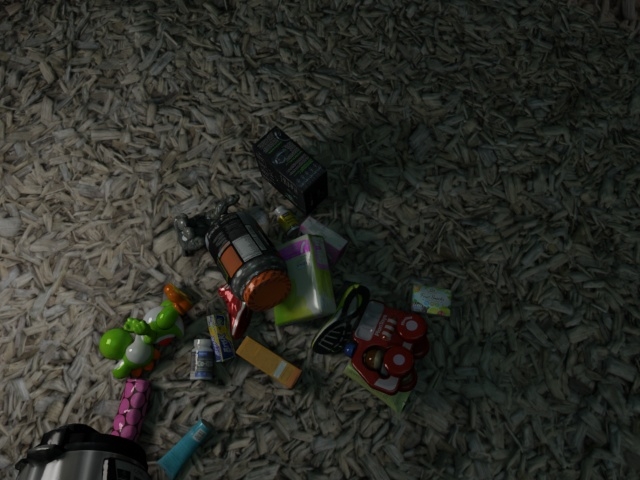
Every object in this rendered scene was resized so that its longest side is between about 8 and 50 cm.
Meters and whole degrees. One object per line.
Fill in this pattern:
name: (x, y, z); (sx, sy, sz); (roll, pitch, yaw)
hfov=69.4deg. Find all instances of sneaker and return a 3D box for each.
sneaker: (0.064, 0.275, 1.660); (0.111, 0.121, 0.300); (34, 93, -22)
sneaker: (-0.321, 0.245, 1.701); (0.128, 0.087, 0.221); (8, 70, 21)

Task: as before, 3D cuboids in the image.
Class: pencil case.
pencil case: (-0.654, 0.580, 1.586); (0.098, 0.095, 0.209); (1, 68, 30)

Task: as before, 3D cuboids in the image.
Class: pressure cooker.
pressure cooker: (-0.699, 0.755, 1.333); (0.376, 0.370, 0.420); (18, 34, -25)

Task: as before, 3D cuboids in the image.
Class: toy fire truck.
toy fire truck: (0.225, 0.365, 1.590); (0.254, 0.169, 0.302); (15, 59, 27)

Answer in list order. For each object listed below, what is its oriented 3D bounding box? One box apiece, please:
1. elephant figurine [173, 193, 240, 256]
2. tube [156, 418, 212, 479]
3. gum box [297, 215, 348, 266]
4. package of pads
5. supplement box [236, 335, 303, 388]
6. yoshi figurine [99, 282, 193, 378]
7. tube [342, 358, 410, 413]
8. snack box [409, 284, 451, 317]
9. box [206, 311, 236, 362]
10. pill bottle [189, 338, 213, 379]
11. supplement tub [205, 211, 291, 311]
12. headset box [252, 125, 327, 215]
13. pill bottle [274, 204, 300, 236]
elephant figurine: (-0.418, -0.058, 1.757); (0.239, 0.186, 0.169); (-30, 109, -34)
tube: (-0.457, 0.702, 1.563); (0.080, 0.052, 0.207); (40, 83, 18)
gum box: (0.000, 0.000, 1.735); (0.188, 0.107, 0.062); (34, 54, 11)
package of pads: (-0.069, 0.141, 1.649); (0.229, 0.101, 0.296); (-22, 69, 35)
supplement box: (-0.179, 0.428, 1.626); (0.233, 0.078, 0.080); (28, 75, 9)
yoshi figurine: (-0.633, 0.306, 1.629); (0.203, 0.203, 0.362); (32, 78, 27)
tube: (0.192, 0.500, 1.608); (0.240, 0.062, 0.070); (30, 111, 6)
snack box: (0.405, 0.223, 1.698); (0.141, 0.037, 0.100); (8, 71, 4)
box: (-0.353, 0.343, 1.637); (0.054, 0.059, 0.169); (-9, 81, -40)
pill bottle: (-0.418, 0.421, 1.633); (0.078, 0.078, 0.137); (-2, 73, 1)
supplement tub: (-0.250, 0.072, 1.611); (0.207, 0.207, 0.338); (-32, 53, -8)
headset box: (-0.101, -0.251, 1.752); (0.283, 0.246, 0.131); (43, 78, 14)
pill bottle: (-0.130, -0.078, 1.793); (0.065, 0.065, 0.116); (-32, 74, -8)
